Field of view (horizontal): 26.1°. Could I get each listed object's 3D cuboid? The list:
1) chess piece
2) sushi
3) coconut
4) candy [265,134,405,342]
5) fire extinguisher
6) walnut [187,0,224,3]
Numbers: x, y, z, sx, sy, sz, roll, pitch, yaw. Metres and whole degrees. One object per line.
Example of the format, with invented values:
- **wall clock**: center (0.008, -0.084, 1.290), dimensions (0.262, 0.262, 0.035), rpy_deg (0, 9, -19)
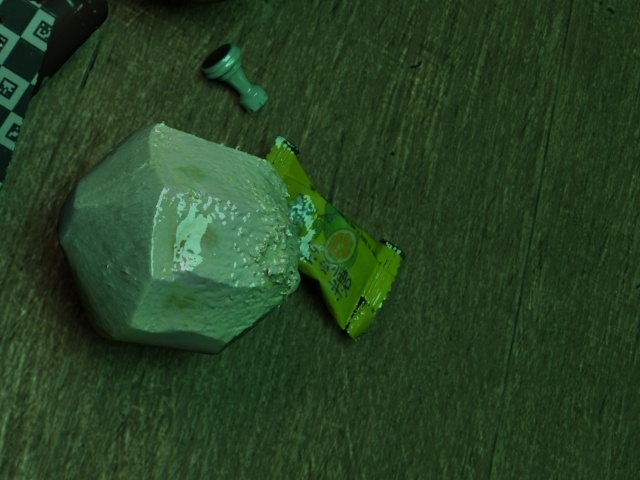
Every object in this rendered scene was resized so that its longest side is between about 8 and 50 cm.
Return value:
- **chess piece**: center (-0.126, -0.244, 2.101), dimensions (0.103, 0.067, 0.067), rpy_deg (48, 57, -27)
- **sushi**: center (-0.462, -0.193, 1.730), dimensions (0.192, 0.043, 0.279), rpy_deg (15, 103, -25)
- **coconut**: center (-0.202, 0.000, 1.856), dimensions (0.309, 0.297, 0.297), rpy_deg (13, 72, -35)
- **candy**: center (0.000, 0.000, 2.116), dimensions (0.297, 0.081, 0.187), rpy_deg (40, 62, -21)
- **fire extinguisher**: center (-0.426, -0.227, 1.861), dimensions (0.337, 0.114, 0.135), rpy_deg (-53, 154, -31)
- **walnut**: center (-0.178, -0.518, 1.968), dimensions (0.381, 0.381, 0.381), rpy_deg (9, 75, -33)
